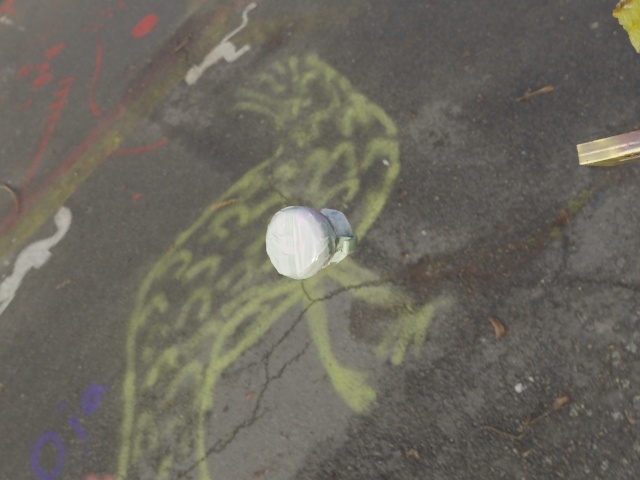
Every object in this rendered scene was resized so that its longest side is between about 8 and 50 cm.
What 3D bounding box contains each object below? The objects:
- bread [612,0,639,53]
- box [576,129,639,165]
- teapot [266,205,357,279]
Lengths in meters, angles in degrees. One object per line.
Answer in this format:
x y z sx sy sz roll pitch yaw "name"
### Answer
0.386 -0.242 0.558 0.184 0.234 0.110 -32 86 -5 "bread"
0.334 -0.098 0.717 0.090 0.133 0.023 -13 86 37 "box"
0.000 0.000 0.599 0.083 0.064 0.064 7 101 35 "teapot"
